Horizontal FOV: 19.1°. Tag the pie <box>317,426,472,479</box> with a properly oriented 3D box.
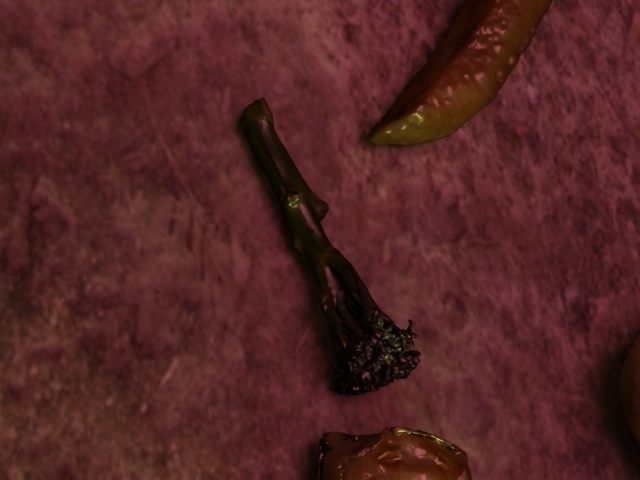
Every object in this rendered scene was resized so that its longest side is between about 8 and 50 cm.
[{"bbox_3d":[0.054,0.258,1.209,0.129,0.068,0.282,6,73,-27],"label":"pie"}]

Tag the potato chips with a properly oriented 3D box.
[{"bbox_3d":[0.143,-0.219,1.448,0.080,0.057,0.407,34,58,-19],"label":"potato chips"}]

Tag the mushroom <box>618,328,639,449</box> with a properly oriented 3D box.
[{"bbox_3d":[0.281,0.116,1.367,0.148,0.112,0.148,10,72,-33],"label":"mushroom"}]

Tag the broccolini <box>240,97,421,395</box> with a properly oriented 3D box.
[{"bbox_3d":[-0.002,0.001,1.280,0.216,0.067,0.058,65,17,6],"label":"broccolini"}]
